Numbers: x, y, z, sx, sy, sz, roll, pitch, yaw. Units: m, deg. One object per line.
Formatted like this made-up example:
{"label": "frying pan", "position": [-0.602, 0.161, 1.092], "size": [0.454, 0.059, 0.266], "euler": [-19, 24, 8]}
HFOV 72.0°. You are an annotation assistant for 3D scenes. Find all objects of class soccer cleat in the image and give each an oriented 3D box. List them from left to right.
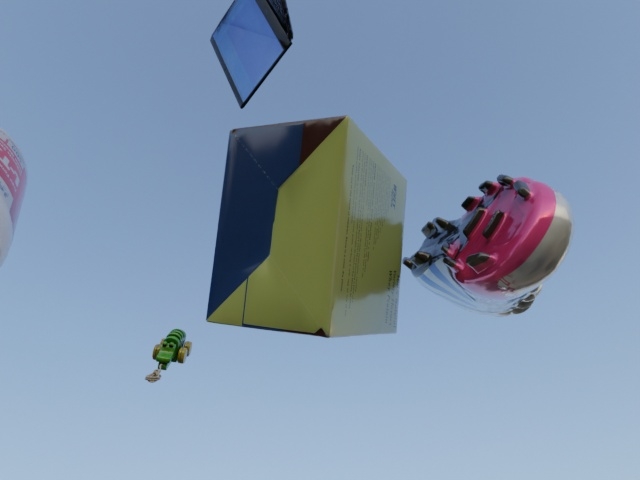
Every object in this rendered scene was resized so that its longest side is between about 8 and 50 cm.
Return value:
{"label": "soccer cleat", "position": [0.193, 0.022, 0.468], "size": [0.143, 0.331, 0.116], "euler": [32, -94, 2]}

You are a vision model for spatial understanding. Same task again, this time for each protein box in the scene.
{"label": "protein box", "position": [0.000, 0.000, 0.495], "size": [0.135, 0.200, 0.201], "euler": [1, -9, 27]}

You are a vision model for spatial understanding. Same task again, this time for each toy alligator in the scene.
{"label": "toy alligator", "position": [-0.272, 0.196, 0.793], "size": [0.056, 0.190, 0.051], "euler": [9, -87, -4]}

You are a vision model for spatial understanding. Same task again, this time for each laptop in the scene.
{"label": "laptop", "position": [-0.151, -0.424, 0.772], "size": [0.136, 0.234, 0.264], "euler": [-24, -28, -4]}

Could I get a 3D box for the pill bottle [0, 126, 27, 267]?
{"label": "pill bottle", "position": [-0.570, -0.049, 0.631], "size": [0.228, 0.407, 0.229], "euler": [-13, -59, -23]}
